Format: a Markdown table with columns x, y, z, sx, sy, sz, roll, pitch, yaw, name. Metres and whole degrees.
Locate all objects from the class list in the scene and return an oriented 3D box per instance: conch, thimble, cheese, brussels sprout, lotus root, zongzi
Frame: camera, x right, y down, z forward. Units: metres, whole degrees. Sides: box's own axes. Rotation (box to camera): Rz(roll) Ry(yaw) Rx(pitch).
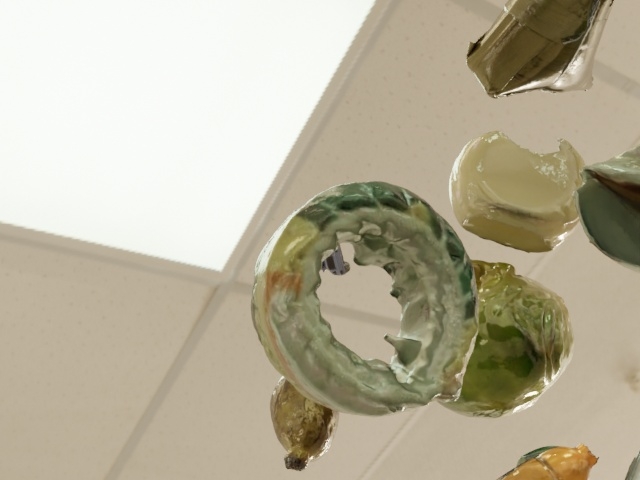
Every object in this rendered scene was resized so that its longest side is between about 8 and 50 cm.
| x | y | z | sx | sy | sz | roll | pitch | yaw | name |
| --- | --- | --- | --- | --- | --- | --- | --- | --- | --- |
| 0.536 | -0.035 | 0.993 | 0.197 | 0.368 | 0.249 | 36 | -99 | -39 | conch |
| 0.056 | 0.078 | 0.918 | 0.254 | 0.167 | 0.288 | -36 | -86 | -17 | thimble |
| 0.386 | -0.099 | 1.493 | 0.266 | 0.233 | 0.127 | 19 | -29 | 6 | cheese |
| 0.320 | 0.175 | 1.433 | 0.344 | 0.344 | 0.268 | 3 | -12 | -23 | brussels sprout |
| -0.028 | 0.329 | 1.397 | 0.139 | 0.214 | 0.138 | 0 | -49 | 1 | lotus root |
| 0.344 | -0.282 | 0.990 | 0.256 | 0.115 | 0.228 | 1 | -37 | -34 | zongzi |

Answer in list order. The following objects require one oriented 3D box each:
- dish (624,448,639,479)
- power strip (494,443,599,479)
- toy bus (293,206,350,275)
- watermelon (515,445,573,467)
| x | y | z | sx | sy | sz | roll | pitch | yaw | name |
| --- | --- | --- | --- | --- | --- | --- | --- | --- | --- |
| 0.488 | 0.385 | 1.090 | 0.182 | 0.080 | 0.243 | 33 | -105 | -24 | dish |
| 0.053 | 0.144 | 0.344 | 0.178 | 0.028 | 0.049 | -32 | -20 | -8 | power strip |
| 0.000 | 0.000 | 1.327 | 0.076 | 0.167 | 0.073 | -15 | -59 | -2 | toy bus |
| 0.305 | 0.297 | 0.980 | 0.085 | 0.072 | 0.092 | -12 | -27 | -31 | watermelon |
